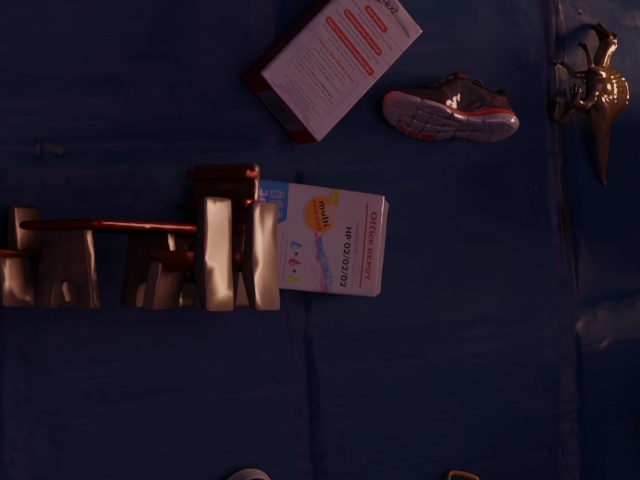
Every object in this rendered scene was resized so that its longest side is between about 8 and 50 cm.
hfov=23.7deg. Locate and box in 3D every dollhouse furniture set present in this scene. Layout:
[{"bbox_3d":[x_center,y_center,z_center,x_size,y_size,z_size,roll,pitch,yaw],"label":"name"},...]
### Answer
[{"bbox_3d":[-0.151,-0.009,1.335,0.259,0.262,0.135,4,87,-62],"label":"dollhouse furniture set"}]

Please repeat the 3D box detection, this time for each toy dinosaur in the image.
[{"bbox_3d":[0.301,-0.151,1.671,0.093,0.053,0.183,1,90,-30],"label":"toy dinosaur"}]

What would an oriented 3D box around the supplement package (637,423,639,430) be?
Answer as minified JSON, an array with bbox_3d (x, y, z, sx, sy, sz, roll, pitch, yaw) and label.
[{"bbox_3d":[0.514,0.214,1.736,0.203,0.149,0.194,-47,111,-19],"label":"supplement package"}]

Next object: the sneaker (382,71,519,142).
[{"bbox_3d":[0.131,-0.144,1.588,0.158,0.061,0.064,8,60,-29],"label":"sneaker"}]

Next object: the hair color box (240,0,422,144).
[{"bbox_3d":[0.012,-0.185,1.515,0.167,0.053,0.093,-47,110,-18],"label":"hair color box"}]

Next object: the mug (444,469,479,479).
[{"bbox_3d":[0.143,0.287,1.598,0.064,0.078,0.062,17,116,-19],"label":"mug"}]

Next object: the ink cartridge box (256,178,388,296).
[{"bbox_3d":[0.000,0.000,1.505,0.181,0.062,0.104,6,88,-29],"label":"ink cartridge box"}]

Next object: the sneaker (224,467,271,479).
[{"bbox_3d":[-0.038,0.339,1.465,0.078,0.106,0.234,-14,97,-27],"label":"sneaker"}]
